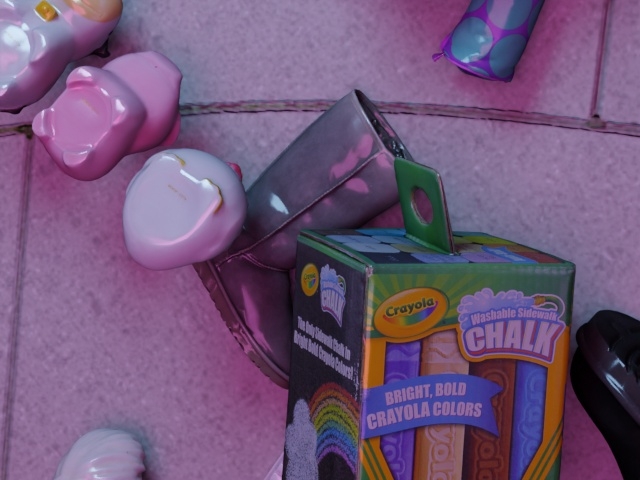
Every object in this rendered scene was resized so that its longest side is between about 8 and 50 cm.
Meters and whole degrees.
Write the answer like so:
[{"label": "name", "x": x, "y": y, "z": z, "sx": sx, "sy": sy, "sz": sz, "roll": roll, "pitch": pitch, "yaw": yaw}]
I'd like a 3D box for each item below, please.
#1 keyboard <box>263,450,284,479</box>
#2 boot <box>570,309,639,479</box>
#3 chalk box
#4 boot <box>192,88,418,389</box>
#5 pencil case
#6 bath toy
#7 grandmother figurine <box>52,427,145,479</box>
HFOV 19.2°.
[{"label": "keyboard", "x": 0.058, "y": 0.279, "z": 1.663, "sx": 0.256, "sy": 0.014, "sz": 0.072, "roll": 36, "pitch": 104, "yaw": 7}, {"label": "boot", "x": 0.255, "y": 0.259, "z": 1.555, "sx": 0.260, "sy": 0.131, "sz": 0.348, "roll": -41, "pitch": 77, "yaw": 24}, {"label": "chalk box", "x": 0.085, "y": 0.081, "z": 1.517, "sx": 0.179, "sy": 0.180, "sz": 0.289, "roll": 1, "pitch": 100, "yaw": -20}, {"label": "boot", "x": 0.000, "y": 0.001, "z": 1.620, "sx": 0.208, "sy": 0.076, "sz": 0.190, "roll": -32, "pitch": 91, "yaw": 8}, {"label": "pencil case", "x": 0.151, "y": -0.206, "z": 1.553, "sx": 0.070, "sy": 0.064, "sz": 0.152, "roll": 20, "pitch": 101, "yaw": -6}, {"label": "bath toy", "x": -0.183, "y": -0.115, "z": 1.584, "sx": 0.151, "sy": 0.129, "sz": 0.348, "roll": -43, "pitch": 75, "yaw": 1}, {"label": "grandmother figurine", "x": -0.183, "y": 0.338, "z": 1.688, "sx": 0.207, "sy": 0.104, "sz": 0.342, "roll": -3, "pitch": 94, "yaw": 29}]
